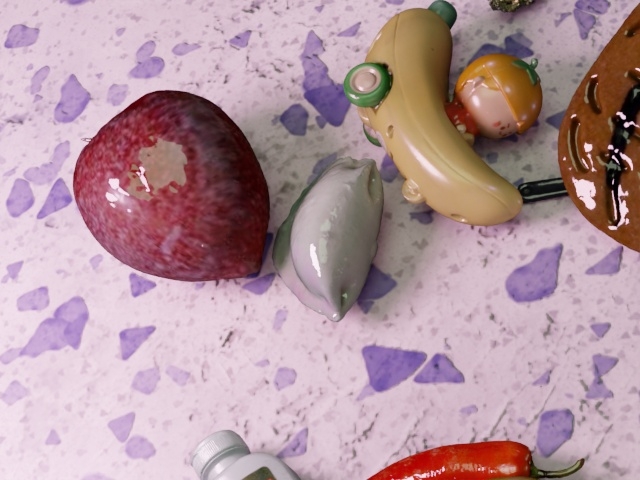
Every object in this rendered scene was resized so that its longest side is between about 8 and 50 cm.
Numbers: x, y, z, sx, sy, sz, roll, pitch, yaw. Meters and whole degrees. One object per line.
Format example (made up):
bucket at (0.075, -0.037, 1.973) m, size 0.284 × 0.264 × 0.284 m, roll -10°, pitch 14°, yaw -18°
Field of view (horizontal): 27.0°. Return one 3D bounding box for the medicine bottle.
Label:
medicine bottle at (-0.064, 0.313, 1.490) m, size 0.121 × 0.083 × 0.229 m, roll -39°, pitch 55°, yaw -1°

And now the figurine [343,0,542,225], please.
figurine at (0.169, -0.158, 1.652) m, size 0.222 × 0.124 × 0.324 m, roll -29°, pitch 59°, yaw -1°

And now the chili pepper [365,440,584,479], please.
chili pepper at (0.152, 0.257, 1.458) m, size 0.272 × 0.063 × 0.071 m, roll -10°, pitch 47°, yaw 18°

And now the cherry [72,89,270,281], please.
cherry at (-0.182, -0.064, 1.679) m, size 0.300 × 0.203 × 0.230 m, roll 42°, pitch 80°, yaw 19°

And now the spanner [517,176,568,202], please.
spanner at (0.338, -0.069, 1.599) m, size 0.209 × 0.012 × 0.046 m, roll -8°, pitch 61°, yaw 16°

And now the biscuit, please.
biscuit at (0.446, -0.141, 1.497) m, size 0.314 × 0.063 × 0.367 m, roll 43°, pitch 104°, yaw 29°

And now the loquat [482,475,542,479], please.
loquat at (0.206, 0.316, 1.353) m, size 0.195 × 0.152 × 0.152 m, roll 4°, pitch 61°, yaw -2°

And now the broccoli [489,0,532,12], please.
broccoli at (0.257, -0.353, 1.743) m, size 0.097 × 0.092 × 0.095 m, roll -25°, pitch 41°, yaw 27°

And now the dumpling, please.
dumpling at (0.012, 0.001, 1.640) m, size 0.105 × 0.149 × 0.216 m, roll 14°, pitch 69°, yaw -16°
